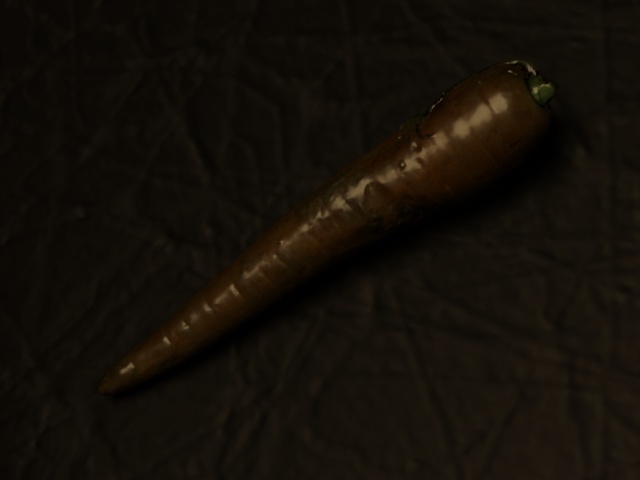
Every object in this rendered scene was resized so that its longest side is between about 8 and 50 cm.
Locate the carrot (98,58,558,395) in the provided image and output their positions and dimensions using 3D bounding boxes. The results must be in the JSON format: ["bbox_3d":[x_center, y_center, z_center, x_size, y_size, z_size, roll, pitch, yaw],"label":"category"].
[{"bbox_3d":[0.000,0.000,0.800,0.254,0.049,0.049,-34,57,10],"label":"carrot"}]
